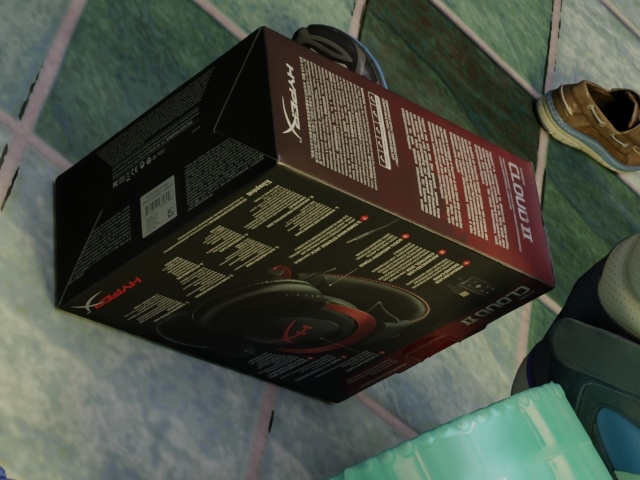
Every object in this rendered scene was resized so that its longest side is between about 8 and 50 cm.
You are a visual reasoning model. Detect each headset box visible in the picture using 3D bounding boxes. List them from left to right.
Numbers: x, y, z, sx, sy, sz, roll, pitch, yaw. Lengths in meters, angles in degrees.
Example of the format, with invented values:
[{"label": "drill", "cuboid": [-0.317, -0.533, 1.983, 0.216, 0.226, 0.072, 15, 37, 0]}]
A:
[{"label": "headset box", "cuboid": [0.000, 0.000, 1.206, 0.293, 0.218, 0.110, 22, 49, -38]}]

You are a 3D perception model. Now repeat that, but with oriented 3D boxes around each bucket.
[{"label": "bucket", "cuboid": [0.079, 0.221, 1.102, 0.281, 0.281, 0.183, -10, 71, -53]}]

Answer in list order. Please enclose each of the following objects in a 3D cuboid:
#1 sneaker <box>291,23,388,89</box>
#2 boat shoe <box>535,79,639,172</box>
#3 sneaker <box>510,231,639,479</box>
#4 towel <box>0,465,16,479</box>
[{"label": "sneaker", "cuboid": [0.018, -0.093, 1.425, 0.078, 0.067, 0.188, 6, 63, -55]}, {"label": "boat shoe", "cuboid": [0.297, -0.116, 1.776, 0.183, 0.066, 0.066, 12, 56, -45]}, {"label": "sneaker", "cuboid": [0.283, 0.134, 1.131, 0.130, 0.236, 0.323, -28, 72, -43]}, {"label": "towel", "cuboid": [-0.234, 0.263, 0.887, 0.243, 0.040, 0.336, 14, 55, -44]}]
